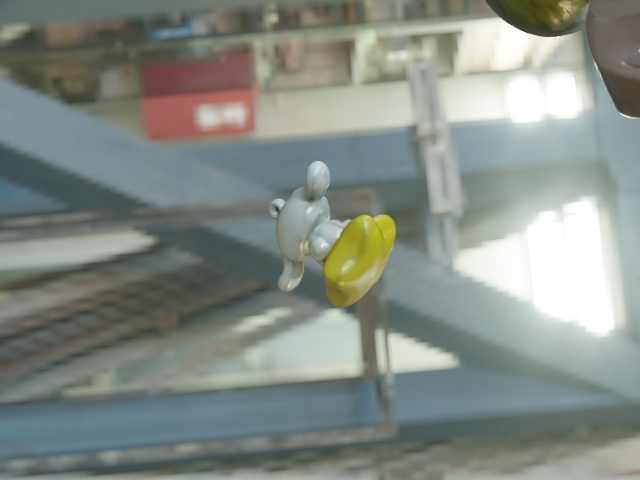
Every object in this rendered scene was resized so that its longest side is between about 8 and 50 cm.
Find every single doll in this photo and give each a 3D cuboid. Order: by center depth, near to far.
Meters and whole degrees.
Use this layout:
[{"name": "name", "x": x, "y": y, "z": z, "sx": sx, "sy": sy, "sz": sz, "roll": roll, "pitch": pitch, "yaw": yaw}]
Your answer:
[{"name": "doll", "x": -0.002, "y": 0.006, "z": 1.660, "sx": 0.113, "sy": 0.071, "sz": 0.135, "roll": 49, "pitch": -45, "yaw": 2}]

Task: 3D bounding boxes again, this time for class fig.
[{"name": "fig", "x": 0.186, "y": -0.306, "z": 1.839, "sx": 0.259, "sy": 0.151, "sz": 0.151, "roll": 44, "pitch": 24, "yaw": -33}]

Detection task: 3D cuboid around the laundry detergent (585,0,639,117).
[{"name": "laundry detergent", "x": 0.232, "y": -0.108, "z": 0.928, "sx": 0.237, "sy": 0.171, "sz": 0.076, "roll": 15, "pitch": -44, "yaw": 62}]
